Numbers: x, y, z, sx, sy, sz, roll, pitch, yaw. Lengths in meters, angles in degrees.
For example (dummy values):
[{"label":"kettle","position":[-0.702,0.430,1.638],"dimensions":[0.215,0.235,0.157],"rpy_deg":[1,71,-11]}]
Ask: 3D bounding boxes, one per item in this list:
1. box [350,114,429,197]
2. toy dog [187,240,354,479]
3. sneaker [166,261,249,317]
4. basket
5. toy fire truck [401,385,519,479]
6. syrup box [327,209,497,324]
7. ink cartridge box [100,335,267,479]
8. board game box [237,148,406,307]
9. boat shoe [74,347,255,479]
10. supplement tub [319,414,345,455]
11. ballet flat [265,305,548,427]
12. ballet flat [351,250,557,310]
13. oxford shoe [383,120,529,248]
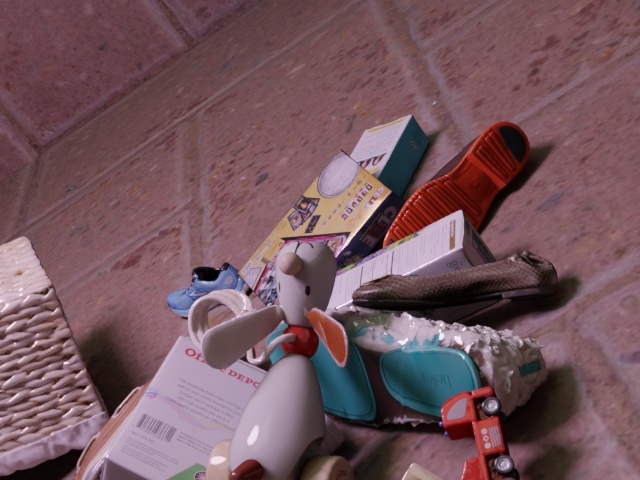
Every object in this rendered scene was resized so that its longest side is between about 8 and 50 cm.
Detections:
[{"label":"box","position":[0.081,-0.091,2.049],"dimensions":[0.100,0.060,0.244],"rpy_deg":[-16,32,39]},{"label":"toy dog","position":[-0.055,0.163,1.470],"dimensions":[0.220,0.161,0.334],"rpy_deg":[-20,70,16]},{"label":"sneaker","position":[-0.186,0.070,2.110],"dimensions":[0.162,0.073,0.063],"rpy_deg":[-20,29,33]},{"label":"basket","position":[-0.531,0.190,2.030],"dimensions":[0.331,0.266,0.328],"rpy_deg":[-19,19,-15]},{"label":"toy fire truck","position":[0.131,0.248,1.314],"dimensions":[0.135,0.047,0.192],"rpy_deg":[-14,59,9]},{"label":"syrup box","position":[0.105,0.066,1.695],"dimensions":[0.237,0.093,0.096],"rpy_deg":[-28,25,21]},{"label":"ink cartridge box","position":[-0.157,0.243,1.646],"dimensions":[0.093,0.154,0.212],"rpy_deg":[108,-172,-50]},{"label":"board game box","position":[0.000,0.000,1.914],"dimensions":[0.243,0.042,0.165],"rpy_deg":[-50,37,4]},{"label":"boat shoe","position":[-0.223,0.240,1.806],"dimensions":[0.324,0.123,0.116],"rpy_deg":[-45,23,-21]},{"label":"supplement tub","position":[-0.031,0.251,1.580],"dimensions":[0.107,0.071,0.071],"rpy_deg":[-43,25,-12]},{"label":"ballet flat","position":[0.103,0.147,1.553],"dimensions":[0.409,0.147,0.147],"rpy_deg":[4,47,52]},{"label":"ballet flat","position":[0.159,0.049,1.589],"dimensions":[0.249,0.058,0.084],"rpy_deg":[-6,-9,16]},{"label":"oxford shoe","position":[0.181,-0.053,1.836],"dimensions":[0.271,0.097,0.098],"rpy_deg":[-42,4,-20]}]
